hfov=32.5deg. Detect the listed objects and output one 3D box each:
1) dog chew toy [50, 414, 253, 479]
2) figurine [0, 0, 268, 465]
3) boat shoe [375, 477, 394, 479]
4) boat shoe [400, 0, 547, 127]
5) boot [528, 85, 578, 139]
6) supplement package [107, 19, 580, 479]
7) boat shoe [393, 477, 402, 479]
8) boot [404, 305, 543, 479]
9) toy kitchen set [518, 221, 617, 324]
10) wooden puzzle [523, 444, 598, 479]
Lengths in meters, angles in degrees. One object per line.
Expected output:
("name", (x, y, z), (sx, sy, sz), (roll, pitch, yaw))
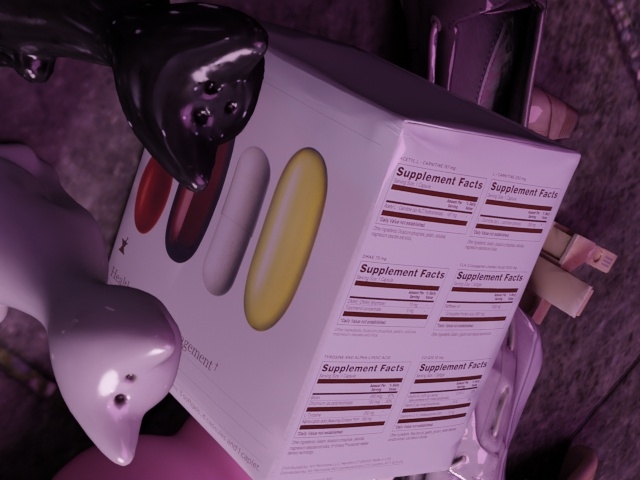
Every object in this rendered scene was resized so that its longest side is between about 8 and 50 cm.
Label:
("dog chew toy", (-0.112, 0.213, 0.657), (0.332, 0.207, 0.206), (-39, 135, -16))
("figurine", (-0.110, -0.032, 0.504), (0.092, 0.209, 0.214), (-1, 116, -41))
("boat shoe", (0.056, 0.093, 0.736), (0.183, 0.066, 0.066), (-55, 179, 4))
("boat shoe", (0.109, -0.114, 0.730), (0.112, 0.095, 0.335), (-15, 125, -34))
("boot", (0.150, -0.063, 0.846), (0.087, 0.042, 0.118), (-2, 115, -34))
("supplement package", (0.000, 0.000, 0.633), (0.149, 0.194, 0.203), (5, 111, -44))
("boat shoe", (0.002, 0.304, 0.897), (0.084, 0.095, 0.258), (15, 104, -44))
("boot", (0.092, 0.142, 0.847), (0.123, 0.095, 0.258), (46, 53, -39))
("toy kitchen set", (0.219, 0.041, 0.945), (0.075, 0.068, 0.083), (21, 101, -46))
("wooden puzzle", (0.149, 0.390, 1.051), (0.348, 0.081, 0.322), (-32, 138, -56))
